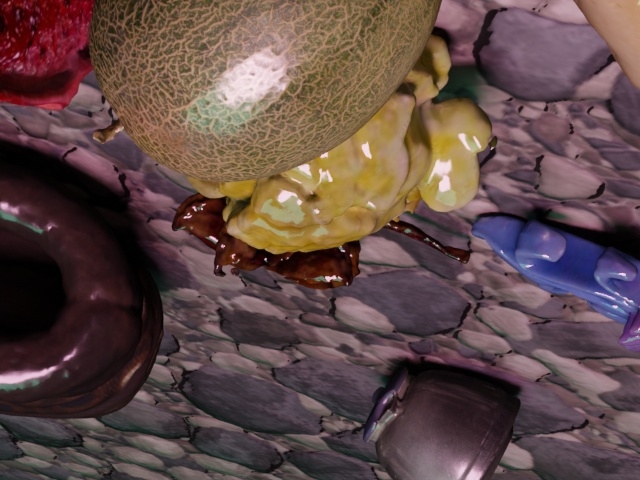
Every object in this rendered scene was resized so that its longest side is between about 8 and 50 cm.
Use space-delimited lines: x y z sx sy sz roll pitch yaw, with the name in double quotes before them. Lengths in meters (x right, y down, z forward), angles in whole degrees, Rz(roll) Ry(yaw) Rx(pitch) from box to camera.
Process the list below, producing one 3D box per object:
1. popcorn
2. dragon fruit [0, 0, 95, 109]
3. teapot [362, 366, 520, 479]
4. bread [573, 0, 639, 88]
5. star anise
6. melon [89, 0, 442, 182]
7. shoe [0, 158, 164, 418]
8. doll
"popcorn" 0.001 -0.051 0.995 0.162 0.135 0.141 32 138 -15
"dragon fruit" -0.177 -0.151 0.845 0.126 0.161 0.274 6 158 17
"teapot" 0.093 0.140 1.460 0.108 0.149 0.111 31 119 3
"bread" 0.170 -0.127 0.715 0.173 0.121 0.311 4 155 32
"star anise" 0.000 0.000 1.212 0.191 0.070 0.097 15 -175 -1
"melon" -0.031 -0.100 0.867 0.192 0.139 0.139 -35 135 18
"shoe" -0.307 0.027 1.322 0.384 0.171 0.237 12 167 5
"doll" 0.188 0.030 1.157 0.206 0.067 0.110 25 173 8
